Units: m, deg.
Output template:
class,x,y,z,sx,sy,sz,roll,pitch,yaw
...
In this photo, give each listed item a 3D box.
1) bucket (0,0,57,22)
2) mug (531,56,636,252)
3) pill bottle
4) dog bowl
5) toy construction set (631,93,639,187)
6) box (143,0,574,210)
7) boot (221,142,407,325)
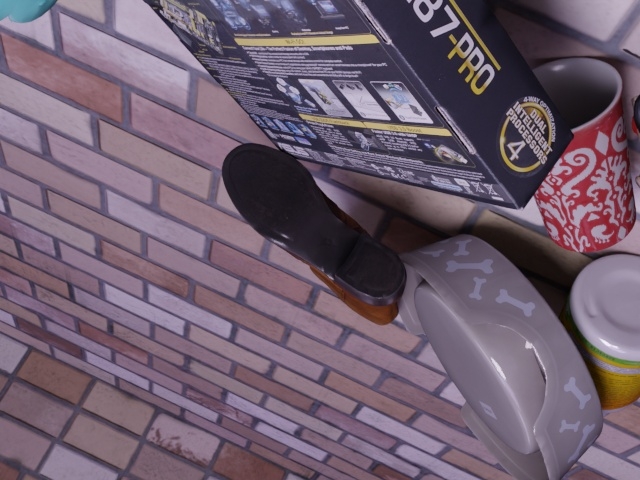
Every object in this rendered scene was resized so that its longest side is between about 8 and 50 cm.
class,x,y,z,sx,sy,sz,roll,pitch,yaw
bucket,-0.281,-0.339,0.705,0.281,0.281,0.183,38,143,-21
mug,0.250,-0.089,0.848,0.113,0.150,0.169,-20,130,12
pill bottle,0.361,0.136,1.077,0.136,0.136,0.246,19,149,13
dog bowl,0.219,0.146,1.081,0.349,0.102,0.349,57,172,13
toy construction set,0.398,-0.094,0.650,0.237,0.258,0.309,-35,146,9
box,-0.007,-0.185,0.773,0.318,0.097,0.395,44,168,-31
boot,0.000,0.000,1.086,0.264,0.096,0.280,31,172,8
